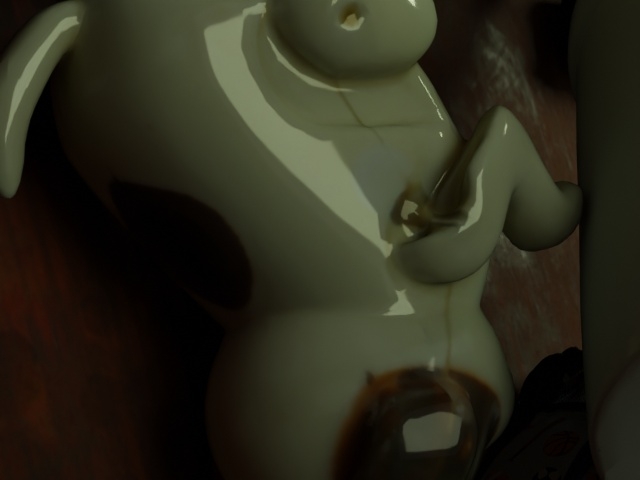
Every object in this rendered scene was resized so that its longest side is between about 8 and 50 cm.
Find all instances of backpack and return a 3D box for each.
[{"bbox_3d":[0.242,0.236,1.482,0.263,0.213,0.277,-34,103,-35],"label":"backpack"}]

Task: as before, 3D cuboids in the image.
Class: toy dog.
[{"bbox_3d":[0.000,0.000,1.270,0.395,0.284,0.408,-18,91,-46],"label":"toy dog"}]

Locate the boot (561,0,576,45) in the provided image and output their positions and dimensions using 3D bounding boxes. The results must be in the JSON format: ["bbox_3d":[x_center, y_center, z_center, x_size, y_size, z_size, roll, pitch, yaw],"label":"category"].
[{"bbox_3d":[0.311,-0.137,1.762,0.176,0.088,0.244,-19,81,-46],"label":"boot"}]

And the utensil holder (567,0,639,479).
[{"bbox_3d":[0.339,-0.014,1.341,0.327,0.327,0.385,36,40,-30],"label":"utensil holder"}]
